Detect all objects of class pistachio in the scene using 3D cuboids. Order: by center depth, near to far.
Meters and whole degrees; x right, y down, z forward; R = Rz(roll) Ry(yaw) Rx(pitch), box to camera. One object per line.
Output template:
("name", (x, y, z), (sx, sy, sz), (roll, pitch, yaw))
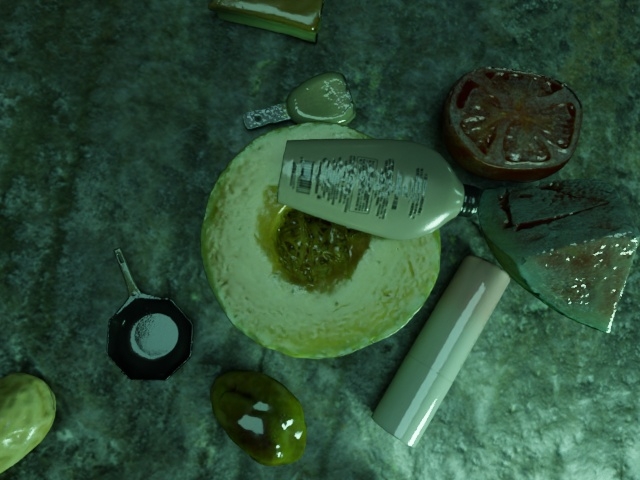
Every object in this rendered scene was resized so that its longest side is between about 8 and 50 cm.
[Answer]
("pistachio", (-0.088, 0.278, 0.708), (0.110, 0.100, 0.189), (-42, 93, -7))

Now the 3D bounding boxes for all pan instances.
("pan", (-0.264, 0.115, 0.713), (0.128, 0.048, 0.202), (4, 88, -10))

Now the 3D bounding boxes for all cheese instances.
("cheese", (-0.038, -0.228, 0.772), (0.192, 0.037, 0.097), (-17, 89, -10))

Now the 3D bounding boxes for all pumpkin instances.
("pumpkin", (0.000, 0.000, 0.700), (0.332, 0.199, 0.332), (0, 89, -2))

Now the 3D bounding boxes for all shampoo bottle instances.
("shampoo bottle", (0.077, -0.068, 0.573), (0.257, 0.078, 0.127), (9, 94, -4))

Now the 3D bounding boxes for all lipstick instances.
("lipstick", (0.207, 0.183, 0.767), (0.087, 0.087, 0.327), (33, 82, -6))

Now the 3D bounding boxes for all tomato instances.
("tomato", (0.328, -0.196, 0.790), (0.237, 0.095, 0.236), (-1, 69, 2))

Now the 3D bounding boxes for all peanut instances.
("peanut", (-0.509, 0.321, 0.627), (0.147, 0.147, 0.305), (32, 78, -6))

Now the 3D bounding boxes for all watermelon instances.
("watermelon", (0.408, 0.008, 0.727), (0.262, 0.213, 0.201), (39, 124, -12))

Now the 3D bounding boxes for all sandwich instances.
("sandwich", (-0.083, -0.487, 0.765), (0.212, 0.063, 0.245), (10, 84, -7))
